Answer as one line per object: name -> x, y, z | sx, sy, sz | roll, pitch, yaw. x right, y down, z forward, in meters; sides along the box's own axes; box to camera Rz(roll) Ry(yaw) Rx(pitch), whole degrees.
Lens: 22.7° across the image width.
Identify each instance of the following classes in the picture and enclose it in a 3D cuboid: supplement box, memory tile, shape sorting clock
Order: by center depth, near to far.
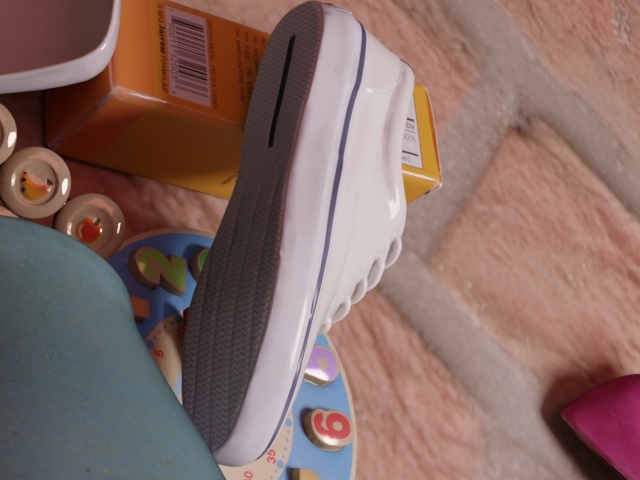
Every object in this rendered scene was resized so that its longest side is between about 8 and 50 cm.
memory tile -> -0.179, -0.012, 0.792 | 0.148, 0.012, 0.113 | 40, 84, -17
shape sorting clock -> -0.057, 0.090, 0.868 | 0.206, 0.040, 0.206 | 18, 59, -33
supplement box -> -0.041, -0.072, 0.935 | 0.233, 0.078, 0.080 | 16, 57, -34

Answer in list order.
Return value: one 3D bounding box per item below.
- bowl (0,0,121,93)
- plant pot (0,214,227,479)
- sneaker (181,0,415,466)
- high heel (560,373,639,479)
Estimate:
bowl -> -0.172, -0.136, 0.841 | 0.142, 0.053, 0.142 | -5, 66, 3
plant pot -> -0.146, 0.138, 0.633 | 0.272, 0.271, 0.255 | 15, 46, -34
sneaker -> 0.000, 0.000, 0.842 | 0.091, 0.094, 0.258 | 24, 72, -28
high heel -> 0.240, 0.207, 1.055 | 0.117, 0.082, 0.244 | -13, 92, -11
